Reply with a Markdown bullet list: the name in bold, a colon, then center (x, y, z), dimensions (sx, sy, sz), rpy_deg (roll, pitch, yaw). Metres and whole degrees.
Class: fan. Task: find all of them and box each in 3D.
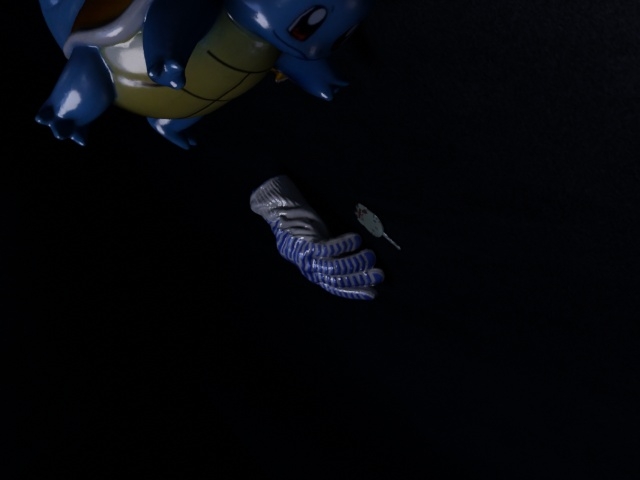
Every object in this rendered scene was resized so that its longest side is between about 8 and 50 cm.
- **fan**: center (0.074, -0.016, 1.537), dimensions (0.083, 0.004, 0.056), rpy_deg (43, 161, 15)

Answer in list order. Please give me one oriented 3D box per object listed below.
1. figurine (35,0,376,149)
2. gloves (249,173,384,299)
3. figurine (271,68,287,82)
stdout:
- **figurine**: center (-0.129, -0.199, 1.175), dimensions (0.416, 0.242, 0.298), rpy_deg (5, 177, 35)
- **gloves**: center (-0.006, 0.002, 1.643), dimensions (0.229, 0.097, 0.119), rpy_deg (39, -170, 15)
- **figurine**: center (-0.088, -0.264, 1.313), dimensions (0.176, 0.121, 0.122), rpy_deg (54, 139, 21)
